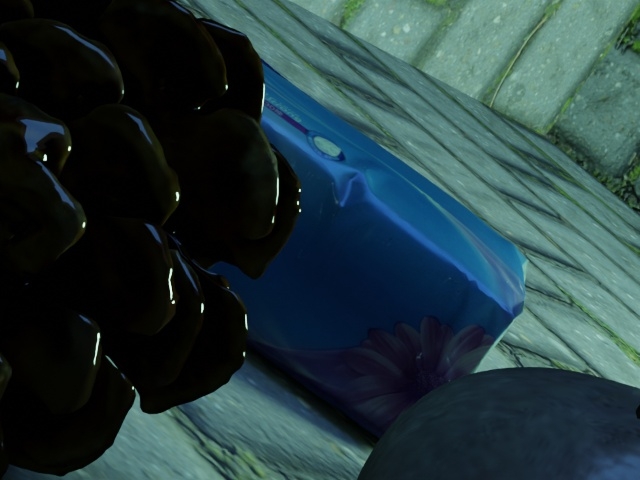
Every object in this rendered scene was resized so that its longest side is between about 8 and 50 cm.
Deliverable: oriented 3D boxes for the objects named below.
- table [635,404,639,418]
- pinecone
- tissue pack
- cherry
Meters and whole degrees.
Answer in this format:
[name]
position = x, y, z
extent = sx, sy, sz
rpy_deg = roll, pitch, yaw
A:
[table]
position = 0.173, 0.230, 0.673
extent = 0.282, 0.250, 0.196
rpy_deg = 26, 15, -43
[pinecone]
position = -0.134, -0.008, 0.850
extent = 0.244, 0.244, 0.309
rpy_deg = 35, 27, -4
[tissue pack]
position = 0.000, 0.000, 1.342
extent = 0.263, 0.146, 0.198
rpy_deg = 35, 11, 0
[cherry]
position = 0.113, 0.159, 0.940
extent = 0.213, 0.183, 0.266
rpy_deg = 21, 18, 25
